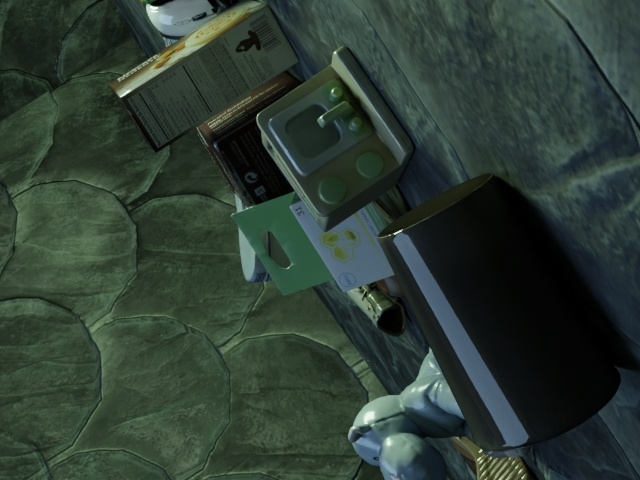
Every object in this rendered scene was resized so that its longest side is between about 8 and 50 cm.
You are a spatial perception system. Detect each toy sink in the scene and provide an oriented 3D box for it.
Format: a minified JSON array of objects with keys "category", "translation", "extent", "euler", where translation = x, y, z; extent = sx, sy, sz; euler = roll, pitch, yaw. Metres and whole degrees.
[{"category":"toy sink","translation":[0.012,-0.116,1.494],"extent":[0.153,0.131,0.234],"euler":[55,174,5]}]

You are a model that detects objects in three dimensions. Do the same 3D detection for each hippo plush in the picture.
[{"category":"hippo plush","translation":[0.155,0.258,1.835],"extent":[0.294,0.236,0.234],"euler":[53,174,28]}]

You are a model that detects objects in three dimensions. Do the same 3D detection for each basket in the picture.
[{"category":"basket","translation":[0.163,0.063,1.166],"extent":[0.227,0.154,0.204],"euler":[61,176,-5]}]

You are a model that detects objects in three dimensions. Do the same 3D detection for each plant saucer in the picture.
[{"category":"plant saucer","translation":[0.092,0.025,2.097],"extent":[0.199,0.036,0.198],"euler":[55,175,8]}]

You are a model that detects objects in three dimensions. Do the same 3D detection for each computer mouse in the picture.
[{"category":"computer mouse","translation":[-0.196,-0.349,1.880],"extent":[0.193,0.042,0.106],"euler":[-2,135,32]}]

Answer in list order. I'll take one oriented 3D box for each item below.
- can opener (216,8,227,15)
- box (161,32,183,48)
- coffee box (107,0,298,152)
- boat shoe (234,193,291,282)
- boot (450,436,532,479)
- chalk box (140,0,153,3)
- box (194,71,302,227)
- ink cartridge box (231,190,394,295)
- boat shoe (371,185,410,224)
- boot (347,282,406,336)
[{"category":"can opener","translation":[-0.102,-0.268,2.044],"extent":[0.095,0.076,0.283],"euler":[-82,-29,-46]},{"category":"box","translation":[-0.240,-0.352,2.262],"extent":[0.295,0.073,0.293],"euler":[-143,35,-71]},{"category":"coffee box","translation":[-0.172,-0.243,1.752],"extent":[0.098,0.246,0.141],"euler":[59,174,-21]},{"category":"boat shoe","translation":[-0.068,-0.105,2.212],"extent":[0.136,0.156,0.367],"euler":[135,132,-65]},{"category":"boot","translation":[0.335,0.422,2.172],"extent":[0.207,0.090,0.248],"euler":[45,-177,-47]},{"category":"chalk box","translation":[-0.260,-0.457,1.877],"extent":[0.132,0.132,0.213],"euler":[58,174,-20]},{"category":"box","translation":[-0.083,-0.154,1.895],"extent":[0.168,0.167,0.203],"euler":[59,174,-26]},{"category":"ink cartridge box","translation":[0.000,0.000,1.793],"extent":[0.171,0.235,0.056],"euler":[58,-156,-24]},{"category":"boat shoe","translation":[0.104,-0.022,1.657],"extent":[0.153,0.048,0.056],"euler":[59,174,-26]},{"category":"boot","translation":[0.082,0.081,2.292],"extent":[0.165,0.077,0.213],"euler":[52,178,45]}]
